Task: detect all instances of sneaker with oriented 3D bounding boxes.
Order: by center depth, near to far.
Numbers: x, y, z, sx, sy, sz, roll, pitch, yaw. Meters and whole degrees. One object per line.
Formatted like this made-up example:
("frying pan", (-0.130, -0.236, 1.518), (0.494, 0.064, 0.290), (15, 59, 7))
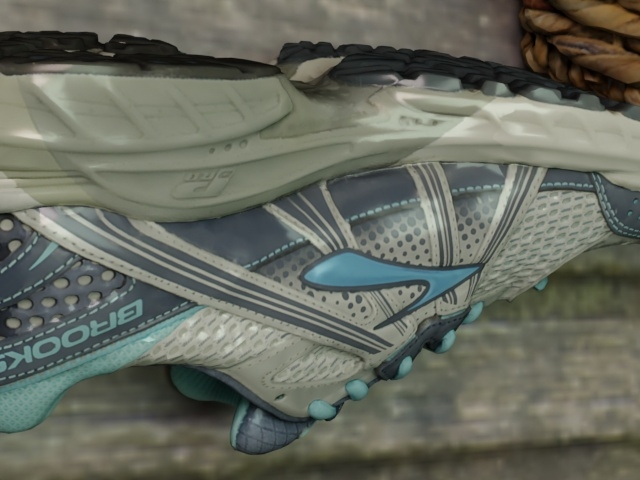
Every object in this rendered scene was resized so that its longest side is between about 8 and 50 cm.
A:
("sneaker", (0.000, 0.000, 0.514), (0.283, 0.110, 0.122), (-1, 105, -30))

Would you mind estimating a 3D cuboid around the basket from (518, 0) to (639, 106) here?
("basket", (0.220, -0.188, 0.546), (0.299, 0.213, 0.223), (-32, 127, -28))
